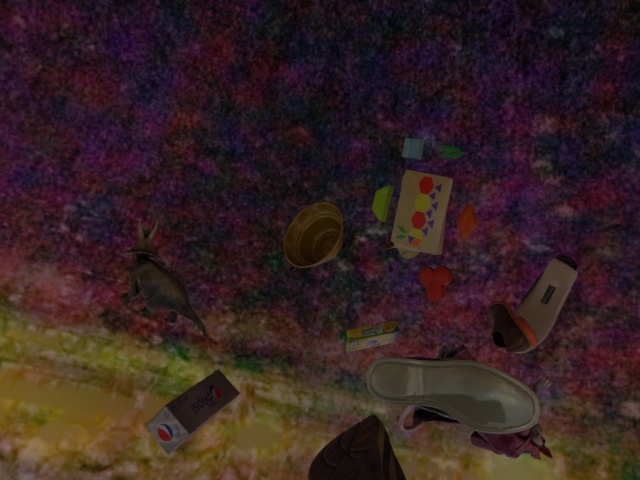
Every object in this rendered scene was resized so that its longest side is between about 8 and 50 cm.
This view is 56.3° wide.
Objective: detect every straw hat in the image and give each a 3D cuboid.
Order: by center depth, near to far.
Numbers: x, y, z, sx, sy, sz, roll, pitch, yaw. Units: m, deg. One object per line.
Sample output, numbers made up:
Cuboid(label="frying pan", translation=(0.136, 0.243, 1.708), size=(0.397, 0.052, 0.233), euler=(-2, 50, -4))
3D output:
Cuboid(label="straw hat", translation=(0.246, 0.016, 1.653), size=(0.144, 0.144, 0.061), euler=(-20, 99, 56))

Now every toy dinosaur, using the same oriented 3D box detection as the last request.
Cuboid(label="toy dinosaur", translation=(-0.383, 0.116, 1.416), size=(0.121, 0.313, 0.160), euler=(-26, 163, -40))

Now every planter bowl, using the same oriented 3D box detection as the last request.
Cuboid(label="planter bowl", translation=(0.000, 0.000, 1.799), size=(0.217, 0.217, 0.090), euler=(-4, 151, 38))

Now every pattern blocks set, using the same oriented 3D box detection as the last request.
Cuboid(label="pattern blocks set", translation=(0.224, -0.058, 1.323), size=(0.026, 0.325, 0.285), euler=(3, -161, -42))

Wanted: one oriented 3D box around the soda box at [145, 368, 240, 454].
Cuboid(label="soda box", translation=(-0.329, 0.444, 1.579), size=(0.098, 0.091, 0.286), euler=(47, -163, 7))

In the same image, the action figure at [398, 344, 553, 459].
Cuboid(label="action figure", translation=(0.424, 0.436, 1.505), size=(0.370, 0.248, 0.275), euler=(36, -152, 12))

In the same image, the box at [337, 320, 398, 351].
Cuboid(label="box", translation=(0.142, 0.294, 1.820), size=(0.179, 0.043, 0.105), euler=(-9, 152, -5))

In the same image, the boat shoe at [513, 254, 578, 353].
Cuboid(label="boat shoe", translation=(0.708, 0.214, 1.910), size=(0.127, 0.340, 0.158), euler=(36, -177, 24))

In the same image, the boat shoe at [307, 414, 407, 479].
Cuboid(label="boat shoe", translation=(0.063, 0.366, 0.840), size=(0.132, 0.130, 0.355), euler=(-33, -178, 8))

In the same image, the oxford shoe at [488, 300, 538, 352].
Cuboid(label="oxford shoe", translation=(0.536, 0.251, 1.761), size=(0.098, 0.097, 0.271), euler=(-28, -170, 2))

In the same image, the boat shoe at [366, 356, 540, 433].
Cuboid(label="boat shoe", translation=(0.230, 0.252, 1.032), size=(0.302, 0.114, 0.091), euler=(10, 178, 34))
